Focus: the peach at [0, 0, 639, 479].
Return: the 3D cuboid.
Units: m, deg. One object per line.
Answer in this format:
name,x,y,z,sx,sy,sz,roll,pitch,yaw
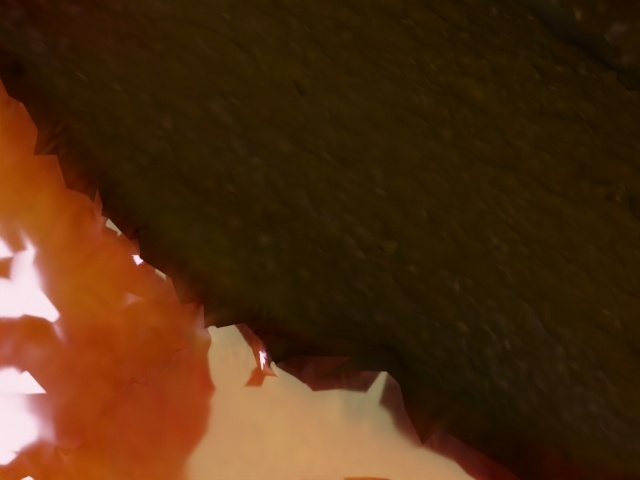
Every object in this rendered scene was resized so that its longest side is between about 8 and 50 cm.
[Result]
peach,-0.020,0.002,0.590,0.406,0.335,0.310,24,141,-19
